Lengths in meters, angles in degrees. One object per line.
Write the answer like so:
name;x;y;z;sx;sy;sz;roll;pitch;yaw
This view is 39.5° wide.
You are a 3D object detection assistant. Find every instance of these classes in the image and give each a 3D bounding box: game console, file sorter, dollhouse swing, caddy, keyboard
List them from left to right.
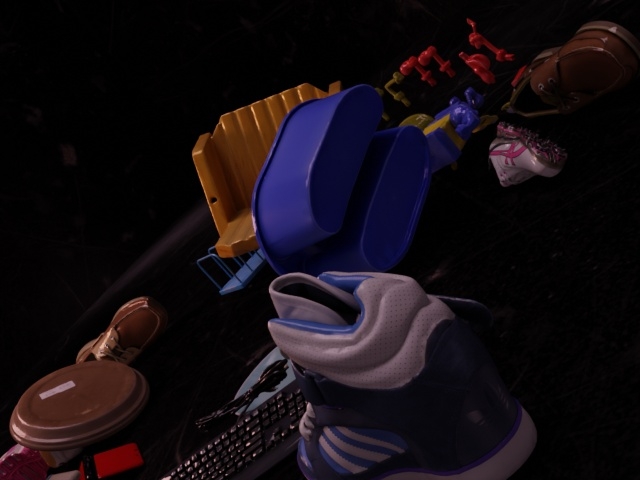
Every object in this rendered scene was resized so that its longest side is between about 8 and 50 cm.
game console;-0.359;0.406;1.491;0.144;0.085;0.124;-176;103;-73
keyboard;-0.114;0.258;1.166;0.317;0.033;0.201;-37;23;14
file sorter;-0.182;0.024;2.049;0.170;0.104;0.118;-48;15;-30
dollhouse swing;-0.095;-0.158;1.842;0.347;0.315;0.305;-19;-1;11
caddy;0.028;-0.082;1.426;0.179;0.241;0.341;-15;46;49

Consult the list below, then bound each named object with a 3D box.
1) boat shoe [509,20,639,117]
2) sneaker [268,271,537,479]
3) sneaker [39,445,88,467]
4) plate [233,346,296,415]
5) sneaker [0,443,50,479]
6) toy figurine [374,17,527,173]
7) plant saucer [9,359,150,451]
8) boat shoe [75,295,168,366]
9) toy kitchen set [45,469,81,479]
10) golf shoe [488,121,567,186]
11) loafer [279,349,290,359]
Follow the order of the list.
boat shoe;0.375;-0.235;1.326;0.104;0.111;0.307;-46;3;-5
sneaker;0.024;0.119;0.825;0.130;0.236;0.323;-49;15;-31
sneaker;-0.488;0.362;1.863;0.131;0.112;0.296;-26;20;6
plate;-0.050;0.190;1.290;0.188;0.024;0.188;-39;12;10
sneaker;-0.617;0.481;1.826;0.111;0.103;0.252;-41;6;21
toy figurine;0.179;-0.196;1.578;0.362;0.191;0.217;-25;25;54
plant saucer;-0.478;0.316;1.762;0.278;0.041;0.278;-8;24;4
boat shoe;-0.486;0.264;2.138;0.324;0.122;0.120;-43;15;28
toy kitchen set;-0.317;0.402;1.028;0.122;0.166;0.207;-30;17;40
golf shoe;0.288;-0.109;1.252;0.186;0.067;0.086;-113;41;-72
loafer;-0.011;0.117;1.270;0.125;0.045;0.039;-43;7;1
